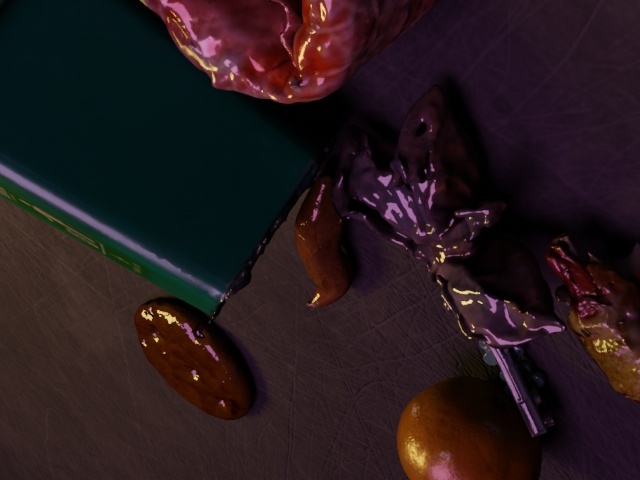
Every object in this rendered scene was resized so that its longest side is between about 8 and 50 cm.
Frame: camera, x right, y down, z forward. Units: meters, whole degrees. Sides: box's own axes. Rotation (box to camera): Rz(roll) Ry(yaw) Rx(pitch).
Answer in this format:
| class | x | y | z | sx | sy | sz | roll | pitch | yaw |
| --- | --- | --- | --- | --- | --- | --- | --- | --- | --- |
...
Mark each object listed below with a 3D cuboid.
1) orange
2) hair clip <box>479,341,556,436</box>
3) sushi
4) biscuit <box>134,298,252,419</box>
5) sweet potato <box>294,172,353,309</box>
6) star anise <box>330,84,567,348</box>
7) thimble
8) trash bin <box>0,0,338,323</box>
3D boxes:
| class | x | y | z | sx | sy | sz | roll | pitch | yaw |
| --- | --- | --- | --- | --- | --- | --- | --- | --- | --- |
| orange | 0.156 | 0.210 | 1.297 | 0.156 | 0.156 | 0.124 | 37 | 108 | 14 |
| hair clip | 0.182 | 0.118 | 1.260 | 0.049 | 0.049 | 0.172 | -15 | 109 | 55 |
| sushi | 0.277 | 0.080 | 1.063 | 0.226 | 0.103 | 0.097 | 48 | 178 | -6 |
| biscuit | -0.177 | 0.168 | 1.734 | 0.212 | 0.036 | 0.212 | 31 | 146 | 24 |
| sweet potato | 0.002 | -0.001 | 1.328 | 0.202 | 0.055 | 0.058 | 83 | 167 | -47 |
| star anise | 0.107 | -0.011 | 1.134 | 0.257 | 0.111 | 0.198 | 58 | 159 | 4 |
| thimble | -0.027 | -0.233 | 0.997 | 0.239 | 0.162 | 0.239 | 29 | 143 | 25 |
| trash bin | -0.192 | -0.119 | 1.212 | 0.381 | 0.295 | 0.259 | 34 | 170 | -3 |
